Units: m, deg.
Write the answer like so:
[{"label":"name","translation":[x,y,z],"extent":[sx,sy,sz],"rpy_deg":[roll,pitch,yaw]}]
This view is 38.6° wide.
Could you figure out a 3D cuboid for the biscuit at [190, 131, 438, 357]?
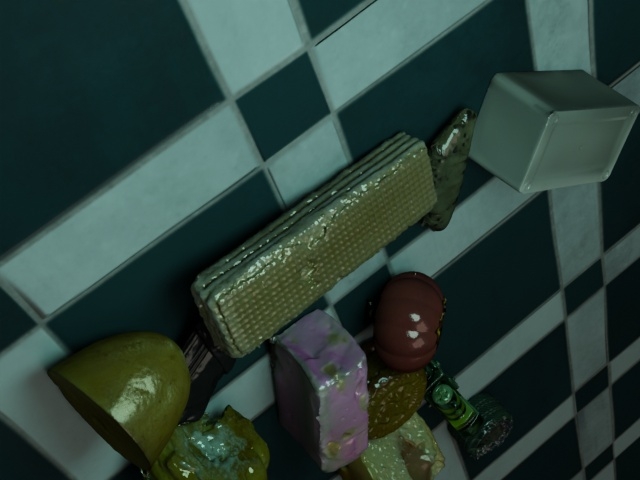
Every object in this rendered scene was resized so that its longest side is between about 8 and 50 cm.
[{"label":"biscuit","translation":[0.000,0.000,1.361],"extent":[0.426,0.078,0.144],"rpy_deg":[-38,134,-22]}]

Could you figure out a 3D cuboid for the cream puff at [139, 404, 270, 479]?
[{"label":"cream puff","translation":[-0.193,0.386,1.495],"extent":[0.221,0.195,0.195],"rpy_deg":[-2,125,-36]}]

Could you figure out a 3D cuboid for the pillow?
[{"label":"pillow","translation":[0.198,-0.107,1.507],"extent":[0.093,0.051,0.241],"rpy_deg":[-20,136,-36]}]

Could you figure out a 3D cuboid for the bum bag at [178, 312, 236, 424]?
[{"label":"bum bag","translation":[-0.179,0.174,1.405],"extent":[0.248,0.060,0.123],"rpy_deg":[-53,140,6]}]

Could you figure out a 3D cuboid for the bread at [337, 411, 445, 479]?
[{"label":"bread","translation":[0.128,0.455,1.902],"extent":[0.183,0.224,0.211],"rpy_deg":[-33,175,-25]}]

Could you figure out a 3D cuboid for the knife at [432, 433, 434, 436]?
[{"label":"knife","translation":[0.174,0.451,2.004],"extent":[0.210,0.015,0.028],"rpy_deg":[-2,130,-39]}]

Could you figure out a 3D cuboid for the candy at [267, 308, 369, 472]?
[{"label":"candy","translation":[0.001,0.263,1.570],"extent":[0.115,0.155,0.265],"rpy_deg":[-29,139,-25]}]

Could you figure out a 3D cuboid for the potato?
[{"label":"potato","translation":[-0.258,0.206,1.291],"extent":[0.158,0.178,0.203],"rpy_deg":[-43,106,-26]}]

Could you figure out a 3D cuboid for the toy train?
[{"label":"toy train","translation":[0.254,0.318,1.867],"extent":[0.083,0.132,0.200],"rpy_deg":[-46,144,-1]}]

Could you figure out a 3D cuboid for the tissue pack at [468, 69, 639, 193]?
[{"label":"tissue pack","translation":[0.394,-0.186,1.549],"extent":[0.246,0.136,0.159],"rpy_deg":[-9,129,-38]}]

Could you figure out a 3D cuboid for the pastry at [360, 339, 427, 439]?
[{"label":"pastry","translation":[0.112,0.279,1.726],"extent":[0.188,0.103,0.189],"rpy_deg":[-24,136,-26]}]

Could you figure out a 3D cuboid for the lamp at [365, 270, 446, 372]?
[{"label":"lamp","translation":[0.147,0.141,1.604],"extent":[0.182,0.140,0.182],"rpy_deg":[9,90,-82]}]

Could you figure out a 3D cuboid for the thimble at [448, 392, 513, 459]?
[{"label":"thimble","translation":[0.369,0.424,2.098],"extent":[0.135,0.090,0.118],"rpy_deg":[-40,139,-4]}]
